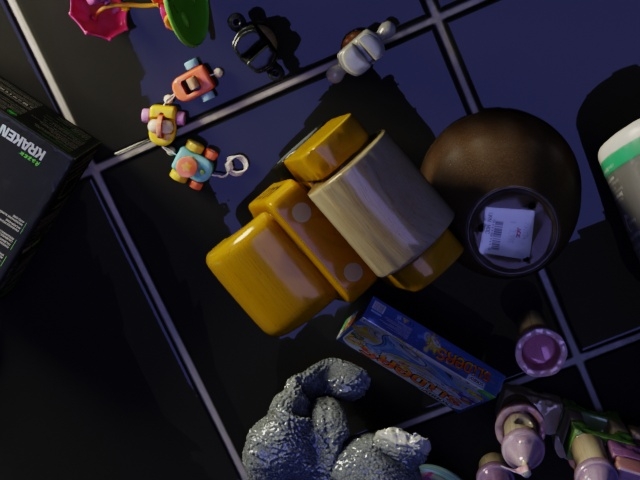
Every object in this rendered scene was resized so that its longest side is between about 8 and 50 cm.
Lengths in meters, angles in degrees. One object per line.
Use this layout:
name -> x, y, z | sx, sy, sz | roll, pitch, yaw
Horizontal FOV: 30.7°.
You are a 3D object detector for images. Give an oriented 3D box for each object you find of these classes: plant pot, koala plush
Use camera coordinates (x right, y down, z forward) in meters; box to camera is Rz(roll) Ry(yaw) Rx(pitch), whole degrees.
plant pot -> 0.226, -0.038, 1.431 | 0.215, 0.230, 0.215 | 1, 105, 5
koala plush -> 0.034, 0.290, 1.511 | 0.221, 0.203, 0.196 | 25, 109, 26

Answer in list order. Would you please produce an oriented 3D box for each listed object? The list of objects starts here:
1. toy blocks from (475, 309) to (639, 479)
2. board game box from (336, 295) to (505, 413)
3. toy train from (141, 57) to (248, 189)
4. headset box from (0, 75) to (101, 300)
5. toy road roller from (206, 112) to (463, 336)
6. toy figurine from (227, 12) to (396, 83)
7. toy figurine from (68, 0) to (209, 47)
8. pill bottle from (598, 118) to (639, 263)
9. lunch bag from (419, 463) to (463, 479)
toy blocks -> 0.354, 0.288, 1.488 | 0.289, 0.260, 0.309 | 15, 105, 0
board game box -> 0.129, 0.154, 1.542 | 0.201, 0.136, 0.035 | 31, 69, -3
toy train -> -0.167, -0.147, 1.531 | 0.125, 0.046, 0.166 | -21, 101, 10
headset box -> -0.474, -0.072, 1.533 | 0.246, 0.131, 0.283 | 34, 105, -4
toy road roller -> 0.000, 0.000, 1.414 | 0.240, 0.329, 0.202 | -43, 98, -9
toy figurine -> -0.010, -0.301, 1.435 | 0.210, 0.148, 0.213 | 2, 102, -2
toy figurine -> -0.245, -0.310, 1.455 | 0.159, 0.130, 0.173 | -5, 145, 18
pill bottle -> 0.486, 0.019, 1.377 | 0.204, 0.204, 0.361 | -22, 78, 10
lunch bag -> 0.181, 0.451, 1.608 | 0.279, 0.108, 0.224 | 38, 115, -7
